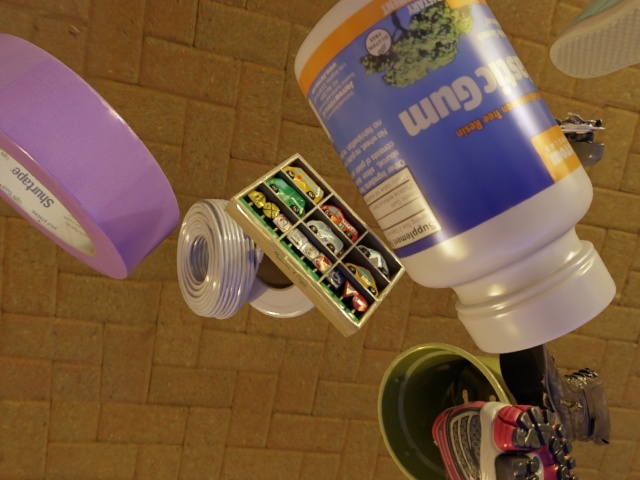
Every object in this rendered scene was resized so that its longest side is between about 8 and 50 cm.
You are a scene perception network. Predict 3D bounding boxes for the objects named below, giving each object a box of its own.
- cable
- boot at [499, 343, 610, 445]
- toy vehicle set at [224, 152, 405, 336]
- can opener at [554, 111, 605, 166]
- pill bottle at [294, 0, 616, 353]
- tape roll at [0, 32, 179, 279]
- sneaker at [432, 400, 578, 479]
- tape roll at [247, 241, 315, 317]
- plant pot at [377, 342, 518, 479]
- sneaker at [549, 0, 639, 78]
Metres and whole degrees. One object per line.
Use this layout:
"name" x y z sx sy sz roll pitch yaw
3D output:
"cable" -0.226 0.040 1.032 0.089 0.257 0.256 1 113 -37
"boot" 0.456 0.272 0.925 0.229 0.091 0.262 0 77 -36
"toy vehicle set" 0.000 0.000 0.764 0.267 0.035 0.166 46 49 -1
"can opener" 0.463 -0.197 0.942 0.074 0.280 0.093 4 104 10
"pill bottle" 0.107 -0.058 0.382 0.152 0.152 0.271 -30 88 -5
"tape roll" -0.294 -0.080 0.547 0.274 0.275 0.090 48 61 -19
"sneaker" 0.191 0.302 0.466 0.121 0.112 0.298 -4 83 -37
"tape roll" -0.053 0.034 1.073 0.246 0.169 0.245 2 94 25
"plant pot" 0.301 0.339 0.985 0.254 0.276 0.275 8 103 -47
"sneaker" 0.519 -0.359 0.727 0.135 0.366 0.150 36 85 -23
